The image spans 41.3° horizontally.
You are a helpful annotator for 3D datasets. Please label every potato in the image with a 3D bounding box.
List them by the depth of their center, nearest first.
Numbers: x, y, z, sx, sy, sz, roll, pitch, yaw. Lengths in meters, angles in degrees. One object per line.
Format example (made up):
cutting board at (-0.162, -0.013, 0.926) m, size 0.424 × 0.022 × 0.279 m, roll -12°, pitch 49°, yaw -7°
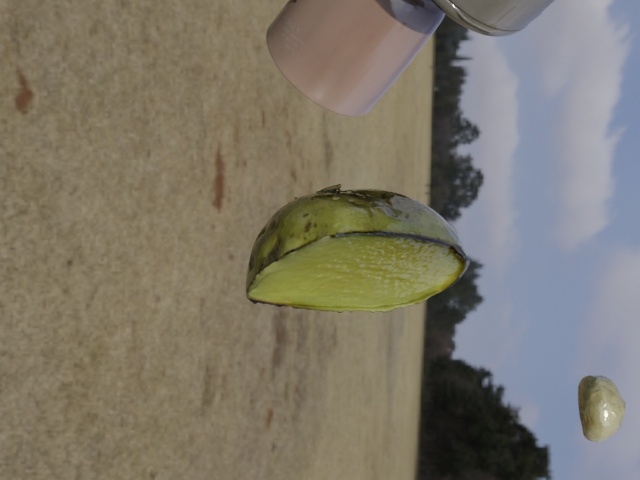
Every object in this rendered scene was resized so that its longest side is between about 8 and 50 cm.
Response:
potato at (0.041, -0.003, 0.939) m, size 0.160 × 0.271 × 0.111 m, roll -47°, pitch -131°, yaw 40°

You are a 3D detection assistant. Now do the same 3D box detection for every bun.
bun at (0.350, 0.208, 1.054) m, size 0.086 × 0.054 × 0.086 m, roll -3°, pitch 90°, yaw -77°

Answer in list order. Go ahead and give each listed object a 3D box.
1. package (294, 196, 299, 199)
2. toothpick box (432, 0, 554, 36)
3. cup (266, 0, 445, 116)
package at (0.000, 0.000, 1.088) m, size 0.047 × 0.071 × 0.131 m, roll -47°, pitch 147°, yaw -49°
toothpick box at (0.242, -0.389, 0.898) m, size 0.316 × 0.229 × 0.229 m, roll -36°, pitch -137°, yaw 50°
cup at (0.062, -0.329, 1.203) m, size 0.200 × 0.191 × 0.253 m, roll -46°, pitch -161°, yaw 37°
